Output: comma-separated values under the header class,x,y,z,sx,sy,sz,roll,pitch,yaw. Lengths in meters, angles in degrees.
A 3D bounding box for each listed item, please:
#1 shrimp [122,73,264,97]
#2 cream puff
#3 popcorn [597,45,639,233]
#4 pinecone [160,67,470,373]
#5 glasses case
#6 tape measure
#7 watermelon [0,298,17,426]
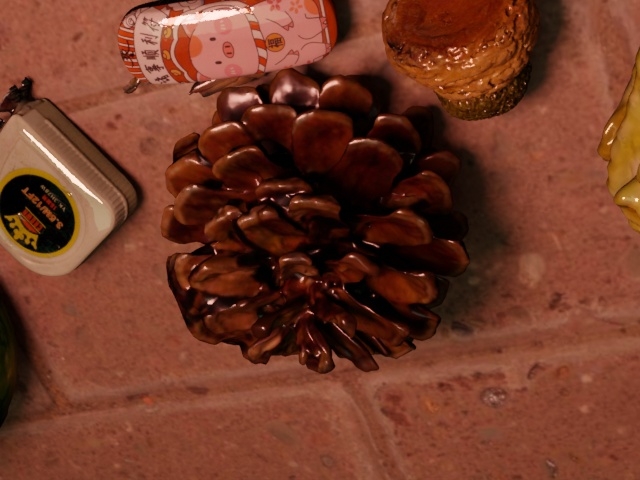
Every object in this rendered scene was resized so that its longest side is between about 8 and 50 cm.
class,x,y,z,sx,sy,sz,roll,pitch,yaw
shrimp,-0.136,-0.248,1.580,0.145,0.059,0.254,34,120,-19
cream puff,0.175,-0.220,1.460,0.183,0.183,0.169,-7,145,20
popcorn,0.451,-0.097,1.361,0.312,0.312,0.312,8,124,12
pinecone,0.000,0.000,1.533,0.398,0.397,0.397,8,124,12
glasses case,-0.112,-0.250,1.500,0.267,0.067,0.103,-9,125,7
tape measure,-0.390,-0.075,1.735,0.235,0.115,0.207,45,122,-4
watermelon,-0.612,0.173,1.818,0.363,0.363,0.363,8,124,12
